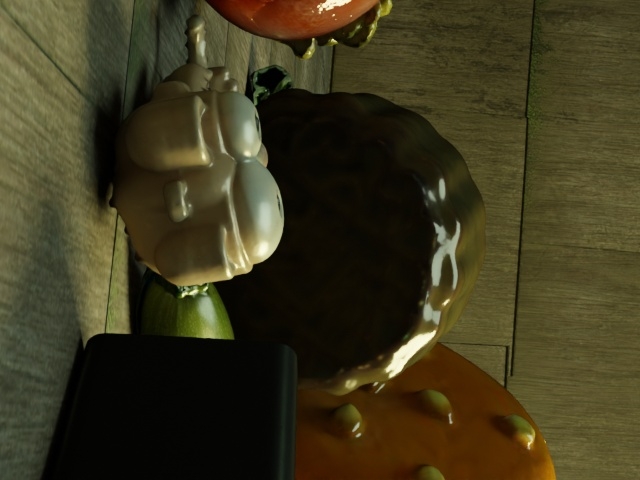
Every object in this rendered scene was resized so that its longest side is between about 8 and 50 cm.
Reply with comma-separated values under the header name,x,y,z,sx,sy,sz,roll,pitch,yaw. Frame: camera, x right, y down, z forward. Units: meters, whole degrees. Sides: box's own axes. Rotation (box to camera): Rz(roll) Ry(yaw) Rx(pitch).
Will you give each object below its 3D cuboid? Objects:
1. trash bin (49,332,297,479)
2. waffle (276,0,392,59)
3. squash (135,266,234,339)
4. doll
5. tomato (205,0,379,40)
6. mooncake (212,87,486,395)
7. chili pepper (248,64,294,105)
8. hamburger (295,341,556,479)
name,x,y,z,sx,sy,sz,roll,pitch,yaw
trash bin,-0.095,0.178,0.919,0.115,0.165,0.226,90,3,-50
waffle,-0.014,-0.296,1.336,0.058,0.237,0.243,-18,128,-46
squash,-0.113,0.110,1.213,0.331,0.087,0.087,91,5,-49
doll,-0.092,-0.069,1.079,0.278,0.119,0.154,-92,171,-63
tomato,-0.029,-0.273,1.190,0.184,0.208,0.208,-20,120,-48
mooncake,0.000,0.000,1.298,0.161,0.290,0.290,-20,115,-75
chili pepper,-0.070,-0.155,1.912,0.227,0.059,0.088,99,1,-74
hamburger,0.052,0.251,1.471,0.396,0.395,0.278,-80,-173,-60
